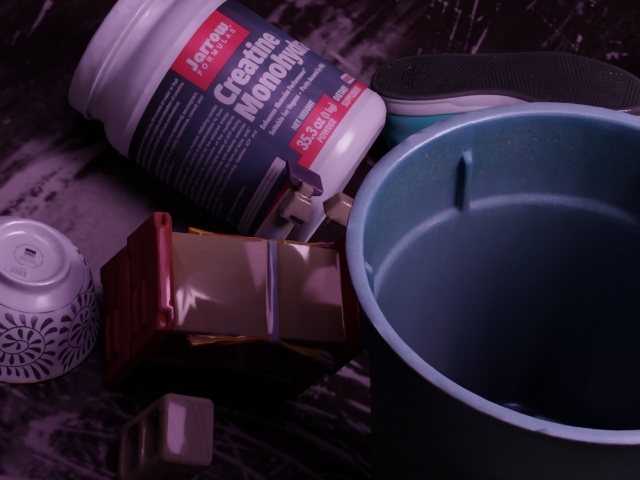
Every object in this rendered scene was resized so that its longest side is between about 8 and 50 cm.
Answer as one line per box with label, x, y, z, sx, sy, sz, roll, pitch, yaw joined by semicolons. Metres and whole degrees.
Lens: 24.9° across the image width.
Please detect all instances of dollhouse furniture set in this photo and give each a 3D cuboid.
dollhouse furniture set;-0.073;0.174;1.231;0.201;0.152;0.374;8;65;-25
dollhouse furniture set;0.000;0.000;1.313;0.114;0.081;0.091;28;20;-17

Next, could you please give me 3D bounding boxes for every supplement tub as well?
supplement tub;-0.090;-0.129;1.434;0.272;0.191;0.191;33;43;1

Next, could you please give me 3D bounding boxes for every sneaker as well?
sneaker;0.206;-0.103;1.589;0.295;0.178;0.124;4;42;13

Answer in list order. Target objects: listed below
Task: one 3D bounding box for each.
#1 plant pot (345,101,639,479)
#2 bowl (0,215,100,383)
plant pot;0.177;0.126;1.148;0.341;0.334;0.341;3;44;-3
bowl;-0.265;0.033;1.267;0.170;0.080;0.170;16;45;-16
